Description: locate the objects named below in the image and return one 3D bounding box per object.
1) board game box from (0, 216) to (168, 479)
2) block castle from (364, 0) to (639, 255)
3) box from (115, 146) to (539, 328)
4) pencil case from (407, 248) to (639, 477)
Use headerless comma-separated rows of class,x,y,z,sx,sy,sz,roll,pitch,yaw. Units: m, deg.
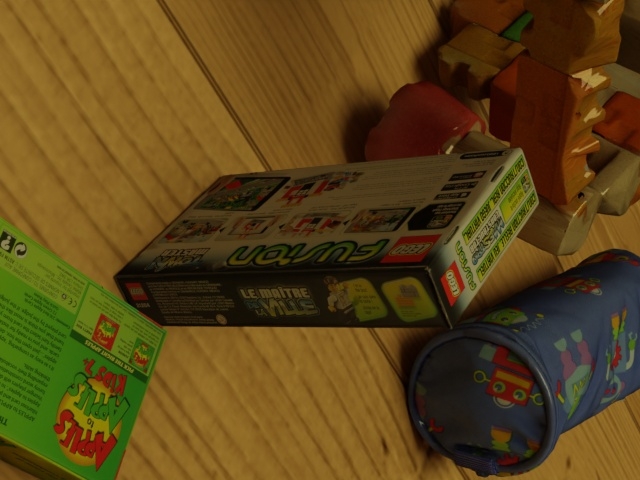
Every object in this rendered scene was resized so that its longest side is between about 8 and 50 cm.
board game box,-0.157,0.044,0.563,0.181,0.043,0.092,42,56,-43
block castle,0.207,-0.230,0.847,0.453,0.213,0.303,-42,148,-29
box,0.000,0.000,0.641,0.114,0.207,0.036,-48,125,-42
pencil case,0.194,0.096,0.967,0.306,0.119,0.133,-17,110,-53
